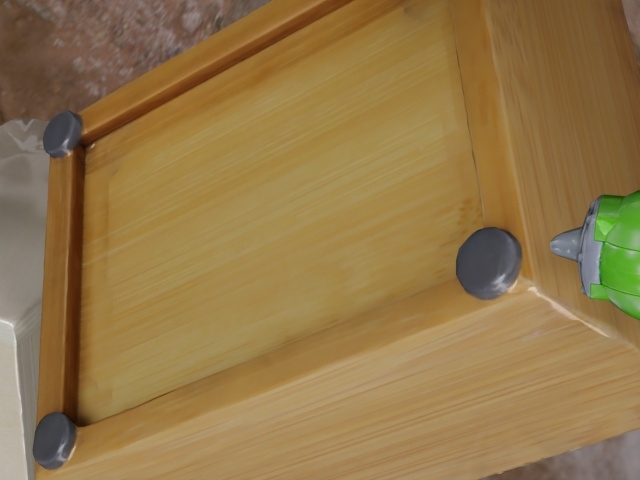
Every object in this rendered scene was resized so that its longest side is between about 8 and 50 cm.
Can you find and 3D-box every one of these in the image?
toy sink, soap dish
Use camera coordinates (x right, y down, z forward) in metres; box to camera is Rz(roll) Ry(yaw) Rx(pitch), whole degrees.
[{"bbox_3d":[-0.190,0.033,0.796,0.153,0.234,0.131,12,121,16],"label":"toy sink"},{"bbox_3d":[0.000,0.000,0.540,0.291,0.229,0.118,-24,144,30],"label":"soap dish"}]

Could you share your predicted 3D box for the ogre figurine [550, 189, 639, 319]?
[{"bbox_3d":[0.148,0.006,0.335,0.118,0.197,0.097,-13,129,-29],"label":"ogre figurine"}]
